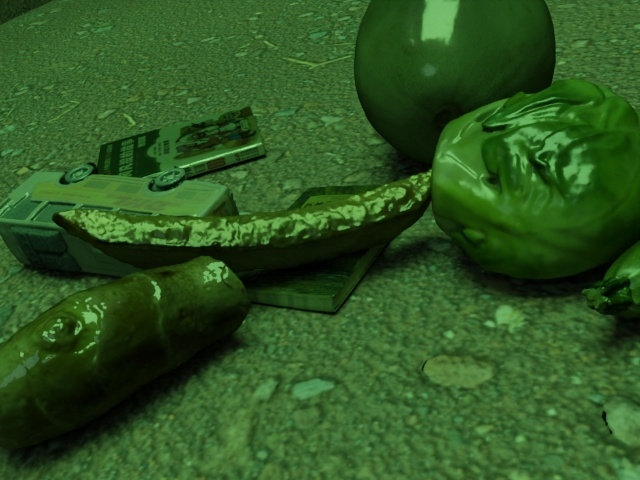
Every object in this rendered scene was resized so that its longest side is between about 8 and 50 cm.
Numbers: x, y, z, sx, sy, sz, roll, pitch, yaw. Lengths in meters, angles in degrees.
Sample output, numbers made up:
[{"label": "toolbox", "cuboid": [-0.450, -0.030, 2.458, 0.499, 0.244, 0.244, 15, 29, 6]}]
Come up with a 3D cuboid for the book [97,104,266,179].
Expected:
[{"label": "book", "cuboid": [-0.227, -0.144, 1.237, 0.264, 0.027, 0.202, -16, 30, -3]}]

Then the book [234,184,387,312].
[{"label": "book", "cuboid": [0.000, 0.000, 0.888, 0.160, 0.024, 0.228, 3, 34, 32]}]

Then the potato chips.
[{"label": "potato chips", "cuboid": [-0.071, -0.011, 0.806, 0.407, 0.057, 0.080, -6, 65, -3]}]

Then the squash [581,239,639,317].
[{"label": "squash", "cuboid": [0.322, 0.009, 0.679, 0.252, 0.066, 0.066, -31, 33, -25]}]

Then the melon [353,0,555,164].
[{"label": "melon", "cuboid": [0.166, -0.230, 0.980, 0.272, 0.271, 0.308, 10, 31, 37]}]

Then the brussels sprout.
[{"label": "brussels sprout", "cuboid": [0.221, -0.054, 0.754, 0.223, 0.161, 0.223, -13, 51, 17]}]

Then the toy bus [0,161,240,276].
[{"label": "toy bus", "cuboid": [-0.255, -0.019, 0.970, 0.343, 0.097, 0.138, 5, 42, 29]}]

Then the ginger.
[{"label": "ginger", "cuboid": [-0.196, 0.097, 0.715, 0.263, 0.116, 0.109, -26, 14, -25]}]
